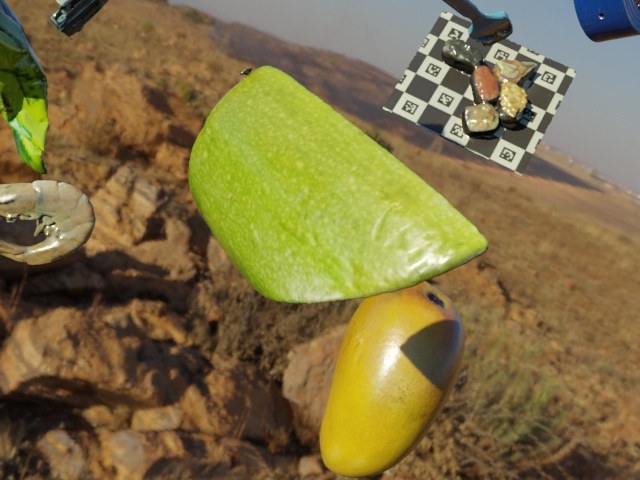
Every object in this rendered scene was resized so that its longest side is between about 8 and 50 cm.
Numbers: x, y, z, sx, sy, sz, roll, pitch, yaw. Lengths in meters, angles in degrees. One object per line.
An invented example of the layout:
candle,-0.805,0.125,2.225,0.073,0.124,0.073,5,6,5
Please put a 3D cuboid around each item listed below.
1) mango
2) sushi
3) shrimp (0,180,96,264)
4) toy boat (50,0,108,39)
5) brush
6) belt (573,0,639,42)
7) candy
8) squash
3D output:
mango,0.099,0.209,1.215,0.172,0.317,0.211,26,-2,-14
sushi,0.377,-0.367,1.891,0.359,0.343,0.064,28,-24,10
shrimp,-0.516,-0.028,1.408,0.254,0.145,0.059,-8,14,-10
toy boat,-0.395,-0.408,1.387,0.055,0.141,0.060,46,-2,41
brush,0.180,-0.268,0.969,0.164,0.051,0.014,12,59,-52
belt,0.609,-0.584,1.667,0.212,0.347,0.117,10,-5,-40
candy,-0.373,-0.211,0.987,0.069,0.246,0.149,-22,49,-13
squash,-0.007,0.007,0.649,0.111,0.203,0.289,-27,49,-20
